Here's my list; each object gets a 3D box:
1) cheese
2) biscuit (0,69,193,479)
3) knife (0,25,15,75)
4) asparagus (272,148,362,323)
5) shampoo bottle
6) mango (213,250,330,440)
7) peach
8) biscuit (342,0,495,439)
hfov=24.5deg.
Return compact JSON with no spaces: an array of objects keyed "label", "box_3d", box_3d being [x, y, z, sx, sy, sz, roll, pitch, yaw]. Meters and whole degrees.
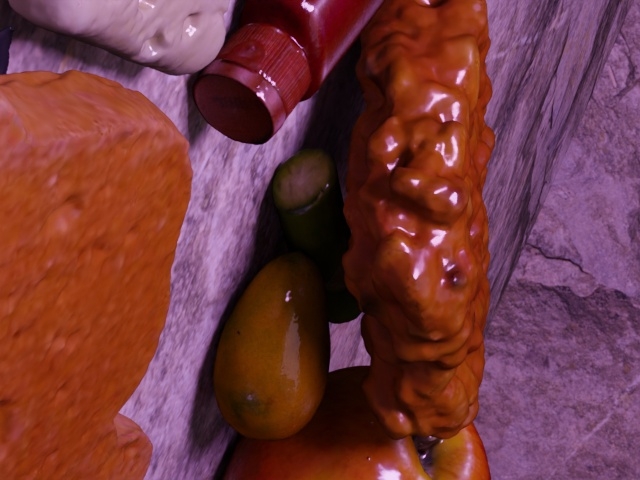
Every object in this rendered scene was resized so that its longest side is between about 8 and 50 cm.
[{"label":"cheese","box_3d":[-0.095,-0.122,0.727,0.194,0.043,0.064,4,105,-73]},{"label":"biscuit","box_3d":[-0.190,0.106,0.678,0.350,0.078,0.455,-49,160,-44]},{"label":"knife","box_3d":[-0.156,-0.060,0.649,0.060,0.028,0.230,-51,164,-51]},{"label":"asparagus","box_3d":[-0.001,0.002,1.220,0.060,0.067,0.277,-32,155,-7]},{"label":"shampoo bottle","box_3d":[0.008,-0.169,0.966,0.260,0.064,0.102,-56,164,-32]},{"label":"mango","box_3d":[-0.038,0.089,1.184,0.163,0.090,0.111,91,22,-43]},{"label":"peach","box_3d":[0.020,0.248,1.370,0.281,0.238,0.281,-42,-148,34]},{"label":"biscuit","box_3d":[0.082,-0.026,1.184,0.312,0.111,0.318,82,14,-53]}]
